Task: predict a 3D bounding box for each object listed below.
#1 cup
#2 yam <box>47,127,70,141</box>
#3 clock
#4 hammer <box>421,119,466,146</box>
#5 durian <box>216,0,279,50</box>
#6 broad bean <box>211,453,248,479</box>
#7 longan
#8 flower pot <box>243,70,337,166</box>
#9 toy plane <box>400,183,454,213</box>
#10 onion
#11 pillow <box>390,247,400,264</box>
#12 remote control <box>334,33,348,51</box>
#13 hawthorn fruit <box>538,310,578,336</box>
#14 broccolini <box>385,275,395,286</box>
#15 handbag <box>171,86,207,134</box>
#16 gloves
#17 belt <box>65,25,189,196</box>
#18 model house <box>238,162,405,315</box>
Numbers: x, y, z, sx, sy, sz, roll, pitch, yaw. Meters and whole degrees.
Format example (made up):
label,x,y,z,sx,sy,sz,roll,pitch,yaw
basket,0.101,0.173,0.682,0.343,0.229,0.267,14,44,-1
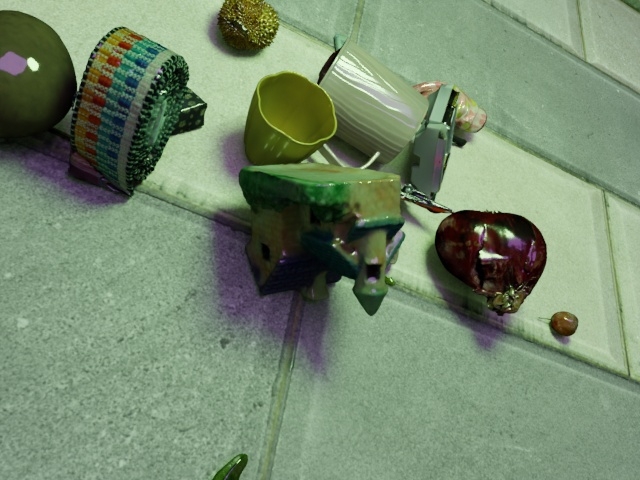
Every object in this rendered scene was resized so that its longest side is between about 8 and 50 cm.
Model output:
label,x,y,z,sx,sy,sz,roll,pitch,yaw
cup,0.100,-0.324,1.361,0.273,0.208,0.288,32,44,-11
yam,-0.518,-0.212,1.096,0.107,0.014,0.014,26,55,-14
clock,0.299,-0.258,1.436,0.083,0.253,0.186,13,53,15
hammer,0.328,-0.317,1.573,0.246,0.103,0.029,19,56,-34
durian,-0.181,-0.553,1.387,0.158,0.137,0.168,11,49,1
broad bean,-0.179,0.447,0.908,0.061,0.046,0.195,31,58,-25
longan,-0.571,-0.296,0.987,0.246,0.215,0.246,21,33,-14
flower pot,-0.086,-0.254,1.246,0.195,0.179,0.195,13,61,-24
toy plane,0.246,-0.106,1.380,0.189,0.130,0.061,10,100,6
onion,0.411,0.027,1.337,0.280,0.221,0.281,7,65,-15
pillow,0.100,-0.037,1.315,0.232,0.038,0.131,37,39,-6
remote control,0.068,-0.545,1.583,0.053,0.018,0.125,8,62,-26
hawthorn fruit,0.635,0.217,1.466,0.103,0.067,0.067,17,54,12
broccolini,0.098,0.037,1.271,0.194,0.054,0.052,34,24,-2
handbag,-0.331,-0.313,1.215,0.115,0.072,0.139,-26,75,-32
gloves,0.366,-0.401,1.608,0.241,0.126,0.145,23,61,-25
belt,-0.375,-0.251,1.046,0.160,0.295,0.207,27,38,-4
model house,0.000,0.000,1.092,0.245,0.312,0.280,-8,106,-35
